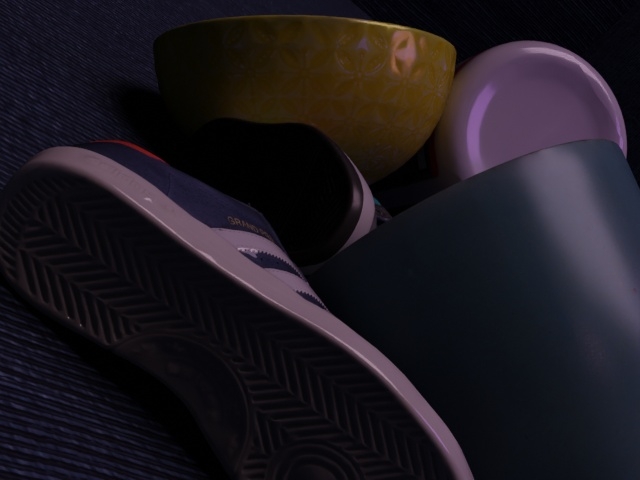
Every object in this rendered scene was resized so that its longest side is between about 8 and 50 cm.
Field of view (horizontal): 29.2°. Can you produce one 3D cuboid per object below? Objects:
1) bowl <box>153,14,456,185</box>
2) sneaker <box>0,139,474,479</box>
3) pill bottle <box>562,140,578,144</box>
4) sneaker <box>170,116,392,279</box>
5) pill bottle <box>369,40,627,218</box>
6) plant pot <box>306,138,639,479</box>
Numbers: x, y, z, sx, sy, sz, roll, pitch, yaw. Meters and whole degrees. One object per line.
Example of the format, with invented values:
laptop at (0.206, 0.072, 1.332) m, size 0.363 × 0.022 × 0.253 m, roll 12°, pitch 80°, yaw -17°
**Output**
bowl at (-0.016, -0.106, 1.167) m, size 0.289 × 0.289 × 0.156 m, roll 7°, pitch 83°, yaw -68°
sneaker at (-0.035, 0.059, 0.771) m, size 0.350 × 0.131 × 0.148 m, roll 44°, pitch 19°, yaw -5°
pill bottle at (0.176, 0.029, 1.132) m, size 0.146 × 0.264 × 0.146 m, roll 22°, pitch 41°, yaw -20°
sneaker at (0.000, 0.000, 0.978) m, size 0.178 × 0.124 × 0.295 m, roll 36°, pitch -4°, yaw -29°
pill bottle at (0.166, -0.090, 1.381) m, size 0.210 × 0.210 × 0.363 m, roll 43°, pitch -13°, yaw -11°
plant pot at (0.142, 0.106, 0.879) m, size 0.235 × 0.293 × 0.293 m, roll 63°, pitch 19°, yaw 16°
